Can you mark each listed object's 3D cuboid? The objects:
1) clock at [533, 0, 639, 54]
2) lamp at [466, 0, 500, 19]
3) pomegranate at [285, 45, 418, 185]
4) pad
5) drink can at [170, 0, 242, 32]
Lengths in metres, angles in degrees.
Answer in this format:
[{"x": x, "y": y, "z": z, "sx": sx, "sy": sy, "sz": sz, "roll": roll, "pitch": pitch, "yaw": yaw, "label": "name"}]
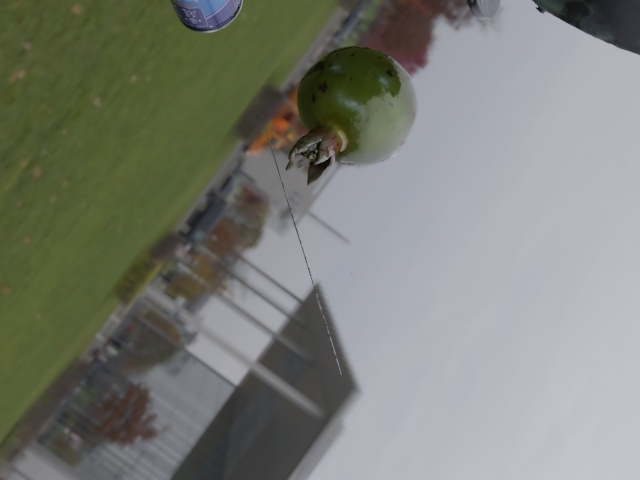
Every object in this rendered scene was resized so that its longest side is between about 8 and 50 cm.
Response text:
[{"x": 0.330, "y": -0.326, "z": 1.269, "sx": 0.386, "sy": 0.386, "sz": 0.076, "roll": -58, "pitch": 173, "yaw": -45, "label": "clock"}, {"x": 0.372, "y": -0.405, "z": 1.981, "sx": 0.108, "sy": 0.130, "sz": 0.371, "roll": -41, "pitch": -146, "yaw": -26, "label": "lamp"}, {"x": 0.034, "y": -0.122, "z": 1.295, "sx": 0.129, "sy": 0.129, "sz": 0.159, "roll": 137, "pitch": -30, "yaw": -66, "label": "pomegranate"}, {"x": 0.000, "y": 0.001, "z": 1.722, "sx": 0.063, "sy": 0.375, "sz": 0.315, "roll": -17, "pitch": -149, "yaw": 0, "label": "pad"}, {"x": -0.170, "y": -0.370, "z": 1.571, "sx": 0.097, "sy": 0.097, "sz": 0.235, "roll": -55, "pitch": 156, "yaw": -18, "label": "drink can"}]
